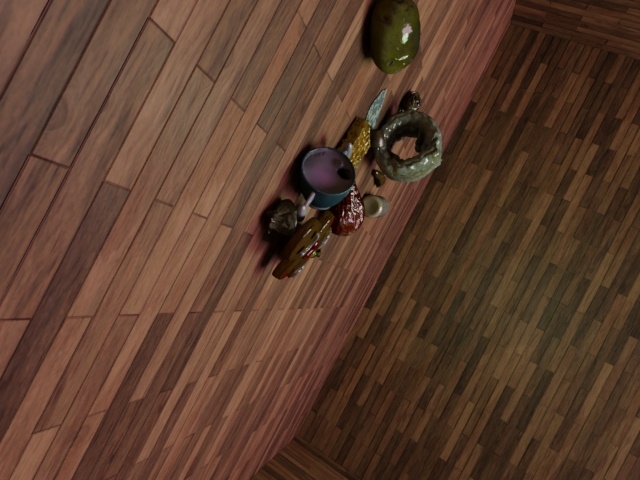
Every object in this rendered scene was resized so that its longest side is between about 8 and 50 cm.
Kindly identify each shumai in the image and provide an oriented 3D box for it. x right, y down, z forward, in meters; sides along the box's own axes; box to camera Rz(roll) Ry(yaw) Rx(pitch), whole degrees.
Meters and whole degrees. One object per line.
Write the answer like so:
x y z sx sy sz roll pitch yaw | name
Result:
-0.122 -0.065 1.215 0.087 0.123 0.099 -1 127 -21 | shumai

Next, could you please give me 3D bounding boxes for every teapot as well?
0.213 -0.408 1.663 0.110 0.085 0.080 -86 168 -62 | teapot

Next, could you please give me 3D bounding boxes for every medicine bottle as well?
0.287 -0.172 2.108 0.114 0.114 0.252 -67 162 12 | medicine bottle

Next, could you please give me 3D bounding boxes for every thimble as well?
0.380 -0.394 1.773 0.291 0.291 0.195 -62 161 -1 | thimble

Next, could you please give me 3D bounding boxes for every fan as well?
0.203 -0.478 1.613 0.240 0.009 0.131 -67 161 13 | fan

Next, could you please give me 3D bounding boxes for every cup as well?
0.011 -0.175 1.287 0.299 0.167 0.173 -54 175 -22 | cup

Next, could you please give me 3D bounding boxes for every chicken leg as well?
0.422 -0.627 1.915 0.196 0.080 0.125 -52 171 -50 | chicken leg

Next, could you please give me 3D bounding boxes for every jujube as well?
0.092 -0.131 1.594 0.168 0.168 0.236 -44 144 -45 | jujube

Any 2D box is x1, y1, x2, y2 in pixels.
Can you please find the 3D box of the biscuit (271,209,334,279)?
-0.045 0.027 1.374 0.283 0.064 0.432 -49 175 -8 | biscuit

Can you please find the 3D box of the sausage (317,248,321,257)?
0.000 0.000 1.705 0.025 0.028 0.198 -17 139 -28 | sausage

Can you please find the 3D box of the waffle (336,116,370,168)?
0.109 -0.318 1.509 0.211 0.055 0.160 -58 161 -15 | waffle

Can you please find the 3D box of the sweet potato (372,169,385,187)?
0.288 -0.309 2.020 0.182 0.054 0.053 44 65 -69 | sweet potato

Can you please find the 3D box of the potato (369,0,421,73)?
0.231 -0.626 1.272 0.228 0.149 0.197 89 18 -50 | potato
